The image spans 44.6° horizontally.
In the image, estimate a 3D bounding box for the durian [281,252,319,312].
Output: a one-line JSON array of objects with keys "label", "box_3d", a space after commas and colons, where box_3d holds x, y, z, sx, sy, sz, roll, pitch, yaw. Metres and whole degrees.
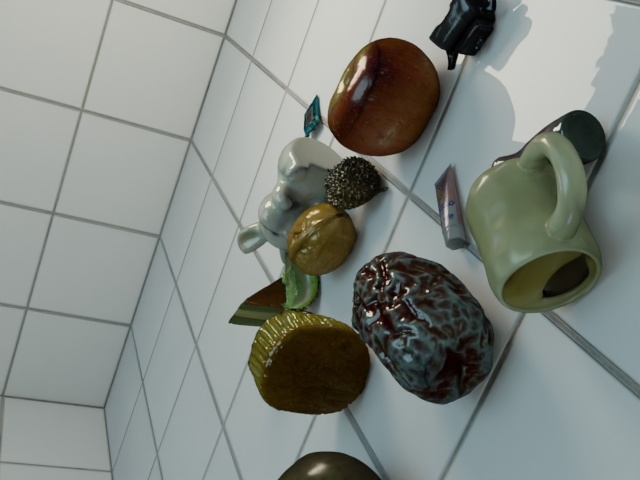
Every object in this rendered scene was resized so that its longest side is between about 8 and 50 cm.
[{"label": "durian", "box_3d": [-0.062, 0.134, 2.049, 0.086, 0.100, 0.215, -47, 37, 50]}]

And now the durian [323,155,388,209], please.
[{"label": "durian", "box_3d": [0.082, -0.149, 1.857, 0.189, 0.091, 0.148, 20, 54, 36]}]

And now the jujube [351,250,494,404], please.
[{"label": "jujube", "box_3d": [0.178, 0.148, 1.398, 0.226, 0.226, 0.317, -68, 24, 19]}]

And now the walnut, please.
[{"label": "walnut", "box_3d": [0.000, 0.000, 1.928, 0.206, 0.159, 0.159, -47, 38, 39]}]

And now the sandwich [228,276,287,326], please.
[{"label": "sandwich", "box_3d": [-0.160, 0.154, 2.158, 0.117, 0.187, 0.144, -53, 40, 41]}]

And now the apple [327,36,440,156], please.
[{"label": "apple", "box_3d": [0.141, -0.314, 1.731, 0.251, 0.207, 0.271, -103, 37, -63]}]

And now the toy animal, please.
[{"label": "toy animal", "box_3d": [-0.077, -0.093, 2.097, 0.241, 0.196, 0.367, -109, 41, -61]}]

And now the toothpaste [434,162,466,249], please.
[{"label": "toothpaste", "box_3d": [0.256, -0.067, 1.553, 0.067, 0.043, 0.194, 123, 155, -42]}]

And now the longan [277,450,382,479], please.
[{"label": "longan", "box_3d": [0.013, 0.570, 1.479, 0.288, 0.289, 0.349, -134, 55, -61]}]

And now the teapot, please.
[{"label": "teapot", "box_3d": [0.302, -0.426, 1.589, 0.177, 0.087, 0.096, -56, 50, 39]}]

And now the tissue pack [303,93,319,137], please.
[{"label": "tissue pack", "box_3d": [-0.025, -0.362, 2.313, 0.085, 0.028, 0.138, -49, 31, 40]}]

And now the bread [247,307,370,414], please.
[{"label": "bread", "box_3d": [-0.024, 0.275, 1.721, 0.227, 0.254, 0.142, -70, 22, 6]}]

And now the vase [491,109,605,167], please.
[{"label": "vase", "box_3d": [0.370, -0.143, 1.305, 0.214, 0.086, 0.086, 153, 126, -65]}]

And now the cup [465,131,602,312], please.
[{"label": "cup", "box_3d": [0.312, -0.036, 1.184, 0.173, 0.255, 0.202, -18, 51, 10]}]
